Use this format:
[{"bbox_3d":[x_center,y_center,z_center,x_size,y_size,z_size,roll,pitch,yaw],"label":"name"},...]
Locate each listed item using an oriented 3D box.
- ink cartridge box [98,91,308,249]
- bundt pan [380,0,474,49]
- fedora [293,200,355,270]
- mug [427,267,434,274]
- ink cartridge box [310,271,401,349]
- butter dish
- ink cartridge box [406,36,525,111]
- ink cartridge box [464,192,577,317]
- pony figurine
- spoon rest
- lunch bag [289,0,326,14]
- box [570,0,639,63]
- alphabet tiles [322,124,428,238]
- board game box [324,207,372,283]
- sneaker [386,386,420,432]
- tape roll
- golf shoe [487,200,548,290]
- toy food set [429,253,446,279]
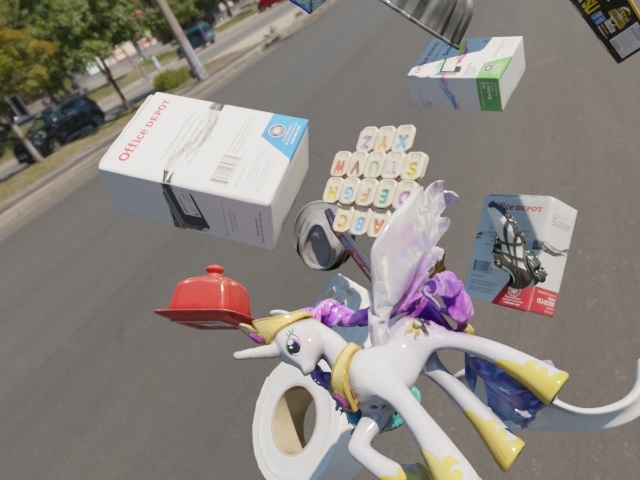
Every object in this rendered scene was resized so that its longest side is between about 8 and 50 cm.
[{"bbox_3d":[-0.253,-0.171,1.274,0.395,0.166,0.285,13,52,10],"label":"ink cartridge box"},{"bbox_3d":[0.237,-0.604,1.328,0.124,0.331,0.330,-56,14,24],"label":"bundt pan"},{"bbox_3d":[0.000,0.000,2.023,0.244,0.275,0.124,13,23,12],"label":"fedora"},{"bbox_3d":[0.203,0.037,1.166,0.078,0.062,0.064,-10,39,19],"label":"mug"},{"bbox_3d":[0.090,0.220,1.557,0.225,0.056,0.181,29,69,22],"label":"ink cartridge box"},{"bbox_3d":[-0.204,0.104,1.034,0.160,0.160,0.118,-4,71,18],"label":"butter dish"},{"bbox_3d":[0.419,-0.484,1.583,0.278,0.117,0.201,13,56,34],"label":"ink cartridge box"},{"bbox_3d":[0.488,0.032,1.350,0.197,0.114,0.272,11,87,55],"label":"ink cartridge box"},{"bbox_3d":[0.113,0.135,0.722,0.351,0.302,0.364,-35,51,-30],"label":"pony figurine"},{"bbox_3d":[0.313,0.223,0.775,0.277,0.137,0.084,-14,31,31],"label":"spoon rest"},{"bbox_3d":[-0.007,-0.672,1.372,0.096,0.151,0.129,38,66,17],"label":"lunch bag"},{"bbox_3d":[0.458,-0.507,0.999,0.079,0.257,0.321,-37,48,34],"label":"box"},{"bbox_3d":[0.122,-0.145,1.298,0.284,0.021,0.277,10,81,46],"label":"alphabet tiles"},{"bbox_3d":[0.108,0.028,1.825,0.027,0.281,0.145,-34,28,7],"label":"board game box"},{"bbox_3d":[0.151,0.409,1.294,0.275,0.107,0.110,-9,-14,-41],"label":"sneaker"},{"bbox_3d":[-0.024,0.390,1.179,0.286,0.100,0.286,-26,53,40],"label":"tape roll"},{"bbox_3d":[0.386,0.015,1.140,0.094,0.198,0.077,-30,-4,18],"label":"golf shoe"},{"bbox_3d":[0.238,0.068,1.527,0.111,0.104,0.232,4,6,-32],"label":"toy food set"}]
